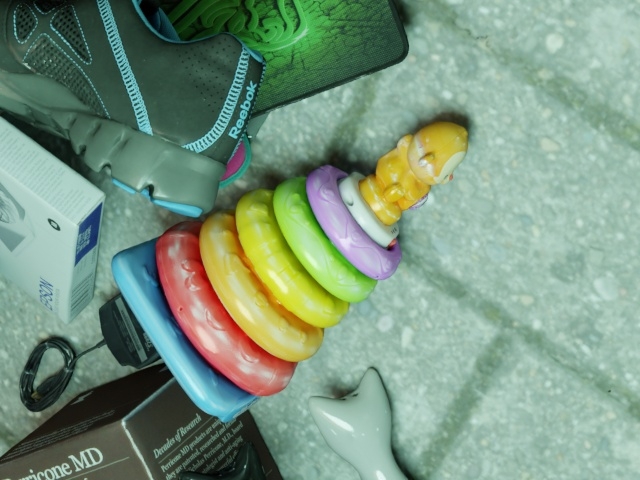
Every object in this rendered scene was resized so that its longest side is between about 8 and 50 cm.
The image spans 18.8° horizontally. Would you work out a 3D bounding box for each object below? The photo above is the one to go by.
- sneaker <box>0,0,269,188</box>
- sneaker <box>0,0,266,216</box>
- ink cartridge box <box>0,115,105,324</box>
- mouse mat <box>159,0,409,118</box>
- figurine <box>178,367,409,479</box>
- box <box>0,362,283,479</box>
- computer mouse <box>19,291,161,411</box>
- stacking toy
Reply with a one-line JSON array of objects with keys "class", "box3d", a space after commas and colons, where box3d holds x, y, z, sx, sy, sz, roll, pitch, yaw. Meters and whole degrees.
[{"class": "sneaker", "box3d": [-0.140, -0.111, 1.581, 0.295, 0.124, 0.178, -31, 85, 31]}, {"class": "sneaker", "box3d": [-0.187, -0.144, 1.472, 0.341, 0.125, 0.139, 30, 92, 25]}, {"class": "ink cartridge box", "box3d": [-0.285, -0.046, 1.651, 0.224, 0.045, 0.223, 38, 156, 9]}, {"class": "mouse mat", "box3d": [-0.041, -0.179, 1.487, 0.190, 0.007, 0.152, -21, 90, 0]}, {"class": "figurine", "box3d": [0.011, 0.237, 1.612, 0.209, 0.215, 0.092, 62, 156, -4]}, {"class": "box", "box3d": [-0.147, 0.232, 1.688, 0.168, 0.167, 0.203, -22, 99, 32]}, {"class": "computer mouse", "box3d": [-0.191, 0.095, 1.736, 0.242, 0.041, 0.071, -29, 80, 39]}, {"class": "stacking toy", "box3d": [0.000, 0.000, 1.554, 0.302, 0.175, 0.165, -35, 87, 18]}]
